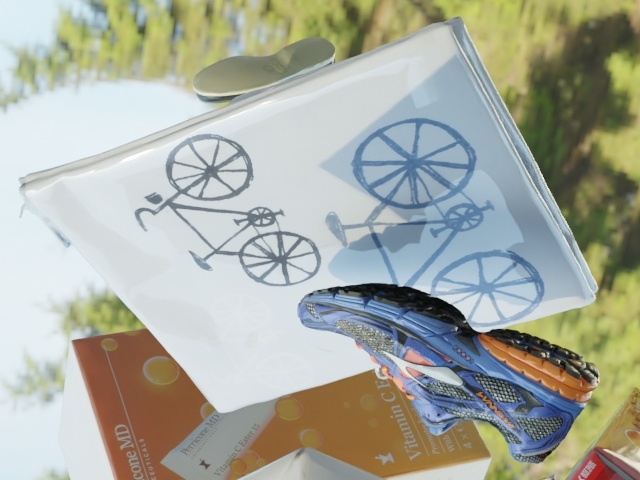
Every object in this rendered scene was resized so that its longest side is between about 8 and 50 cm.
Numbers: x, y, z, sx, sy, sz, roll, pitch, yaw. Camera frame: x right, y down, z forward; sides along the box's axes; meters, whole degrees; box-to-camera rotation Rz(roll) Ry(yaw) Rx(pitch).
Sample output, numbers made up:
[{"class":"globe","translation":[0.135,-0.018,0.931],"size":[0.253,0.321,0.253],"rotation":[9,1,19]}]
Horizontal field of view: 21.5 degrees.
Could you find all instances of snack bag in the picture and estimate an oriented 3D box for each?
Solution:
[{"class":"snack bag","translation":[0.000,0.000,1.246],"size":[0.343,0.323,0.037],"rotation":[-19,-133,17]}]

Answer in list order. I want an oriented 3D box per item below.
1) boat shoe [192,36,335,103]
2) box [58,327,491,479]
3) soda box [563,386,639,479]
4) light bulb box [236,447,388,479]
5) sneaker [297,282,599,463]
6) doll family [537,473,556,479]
[{"class":"boat shoe","translation":[-0.049,-0.141,1.478],"size":[0.133,0.042,0.049],"rotation":[-17,-129,-19]},{"class":"box","translation":[-0.050,0.197,1.580],"size":[0.345,0.168,0.215],"rotation":[-9,-130,-20]},{"class":"soda box","translation":[0.218,0.180,1.195],"size":[0.083,0.092,0.263],"rotation":[37,-168,10]},{"class":"light bulb box","translation":[0.030,0.292,0.745],"size":[0.361,0.358,0.225],"rotation":[26,-124,-24]},{"class":"sneaker","translation":[0.078,0.089,1.169],"size":[0.221,0.087,0.083],"rotation":[22,-172,24]},{"class":"doll family","translation":[0.287,0.379,2.243],"size":[0.076,0.111,0.193],"rotation":[-22,173,-20]}]
